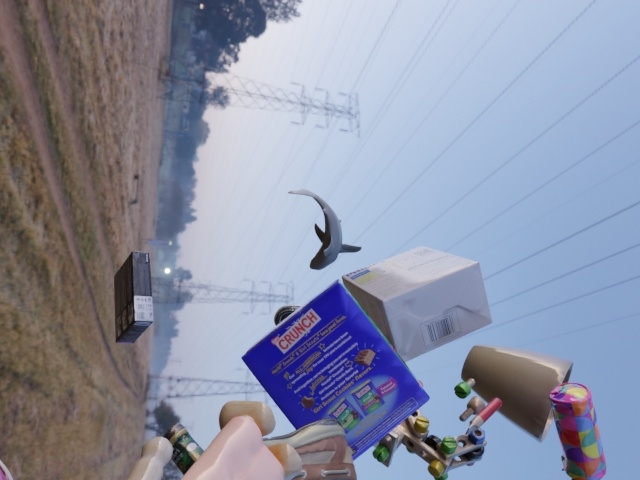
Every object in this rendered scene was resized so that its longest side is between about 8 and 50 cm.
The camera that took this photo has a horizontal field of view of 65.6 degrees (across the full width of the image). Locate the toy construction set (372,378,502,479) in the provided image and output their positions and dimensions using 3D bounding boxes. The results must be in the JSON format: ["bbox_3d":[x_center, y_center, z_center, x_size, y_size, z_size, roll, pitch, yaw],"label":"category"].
[{"bbox_3d":[0.268,0.479,1.210,0.257,0.237,0.309,55,-43,16],"label":"toy construction set"}]

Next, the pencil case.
[{"bbox_3d":[0.616,0.465,1.199,0.104,0.105,0.236,-161,-123,-72],"label":"pencil case"}]

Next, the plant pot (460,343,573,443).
[{"bbox_3d":[0.583,0.432,1.519,0.274,0.257,0.256,20,-74,33],"label":"plant pot"}]

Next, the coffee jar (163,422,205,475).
[{"bbox_3d":[-0.421,0.666,1.555,0.184,0.079,0.096,42,-59,17],"label":"coffee jar"}]

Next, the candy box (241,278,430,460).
[{"bbox_3d":[0.032,0.287,1.087,0.317,0.268,0.122,53,-2,1],"label":"candy box"}]

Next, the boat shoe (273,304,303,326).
[{"bbox_3d":[0.018,0.258,1.339,0.091,0.303,0.114,164,-54,-85],"label":"boat shoe"}]

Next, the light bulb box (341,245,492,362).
[{"bbox_3d":[0.314,0.197,1.698,0.361,0.358,0.225,-156,-132,-71],"label":"light bulb box"}]

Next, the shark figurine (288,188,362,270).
[{"bbox_3d":[0.012,-0.020,1.366,0.116,0.166,0.278,-56,140,-52],"label":"shark figurine"}]

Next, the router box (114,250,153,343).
[{"bbox_3d":[-0.440,0.133,1.163,0.133,0.046,0.178,-40,-128,40],"label":"router box"}]

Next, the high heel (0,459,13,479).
[{"bbox_3d":[-0.607,0.373,0.776,0.127,0.181,0.377,-37,-100,47],"label":"high heel"}]

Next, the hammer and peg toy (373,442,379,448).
[{"bbox_3d":[0.118,0.550,1.672,0.361,0.127,0.266,12,-122,46],"label":"hammer and peg toy"}]

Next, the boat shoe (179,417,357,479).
[{"bbox_3d":[-0.076,0.378,0.767,0.120,0.324,0.122,57,-40,33],"label":"boat shoe"}]

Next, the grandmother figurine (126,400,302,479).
[{"bbox_3d":[-0.121,0.287,0.445,0.104,0.207,0.342,-41,175,21],"label":"grandmother figurine"}]
